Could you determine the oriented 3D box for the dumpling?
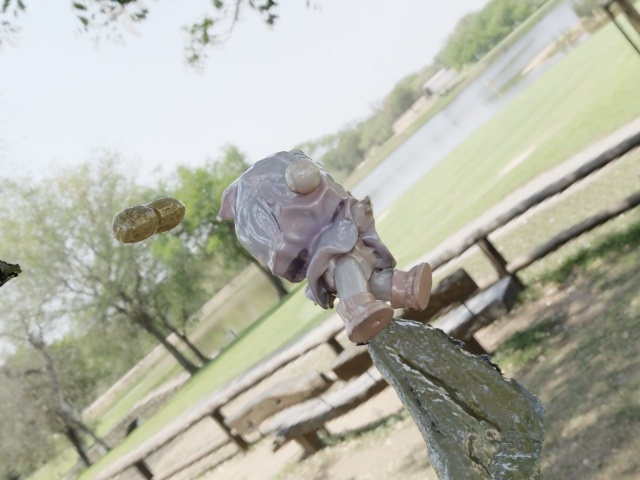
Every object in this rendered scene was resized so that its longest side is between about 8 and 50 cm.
[{"bbox_3d":[0.155,0.201,0.882,0.332,0.166,0.086,-113,35,-54],"label":"dumpling"}]

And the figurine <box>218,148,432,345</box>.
[{"bbox_3d":[-0.001,0.000,0.885,0.133,0.276,0.200,-41,-37,-7],"label":"figurine"}]

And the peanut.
[{"bbox_3d":[-0.228,-0.028,1.080,0.113,0.054,0.054,-25,-8,-42],"label":"peanut"}]

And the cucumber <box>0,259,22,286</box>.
[{"bbox_3d":[-0.373,0.063,0.765,0.181,0.053,0.053,-38,2,-29],"label":"cucumber"}]
